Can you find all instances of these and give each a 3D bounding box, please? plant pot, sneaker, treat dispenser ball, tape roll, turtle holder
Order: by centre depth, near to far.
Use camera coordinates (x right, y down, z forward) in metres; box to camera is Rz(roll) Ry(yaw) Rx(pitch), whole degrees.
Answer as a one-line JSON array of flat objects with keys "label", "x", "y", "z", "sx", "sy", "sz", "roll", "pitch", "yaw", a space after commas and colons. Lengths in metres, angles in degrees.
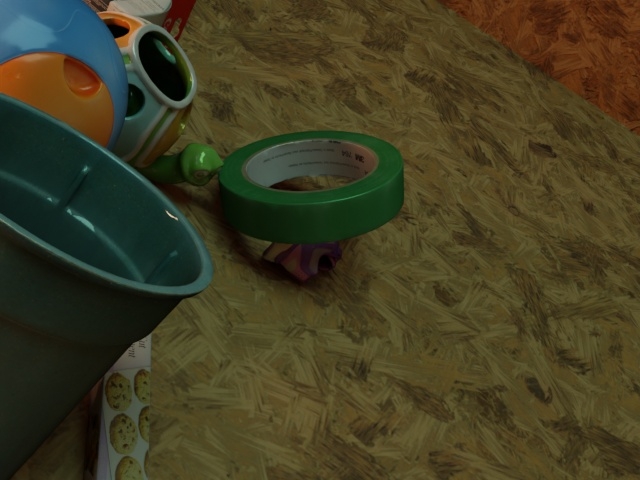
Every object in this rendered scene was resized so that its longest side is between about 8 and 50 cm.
[{"label": "plant pot", "x": -0.348, "y": 0.067, "z": 0.868, "sx": 0.341, "sy": 0.334, "sz": 0.341, "roll": 37, "pitch": 13, "yaw": -10}, {"label": "treat dispenser ball", "x": -0.394, "y": -0.195, "z": 1.074, "sx": 0.288, "sy": 0.288, "sz": 0.288, "roll": 21, "pitch": 38, "yaw": -17}, {"label": "turtle holder", "x": -0.311, "y": -0.207, "z": 1.331, "sx": 0.243, "sy": 0.227, "sz": 0.320, "roll": -36, "pitch": 107, "yaw": -57}, {"label": "tape roll", "x": -0.015, "y": -0.101, "z": 1.459, "sx": 0.321, "sy": 0.077, "sz": 0.321, "roll": -4, "pitch": 27, "yaw": 2}, {"label": "sneaker", "x": 0.000, "y": 0.000, "z": 1.486, "sx": 0.104, "sy": 0.095, "sz": 0.236, "roll": 45, "pitch": 42, "yaw": 4}]

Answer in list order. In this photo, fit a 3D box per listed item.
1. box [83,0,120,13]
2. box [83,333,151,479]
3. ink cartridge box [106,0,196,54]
[{"label": "box", "x": -0.497, "y": -0.579, "z": 1.626, "sx": 0.395, "sy": 0.097, "sz": 0.318, "roll": 39, "pitch": 30, "yaw": -39}, {"label": "box", "x": -0.256, "y": 0.209, "z": 1.064, "sx": 0.067, "sy": 0.063, "sz": 0.324, "roll": 17, "pitch": 39, "yaw": -24}, {"label": "ink cartridge box", "x": -0.322, "y": -0.364, "z": 1.562, "sx": 0.066, "sy": 0.189, "sz": 0.232, "roll": 47, "pitch": 37, "yaw": 17}]
